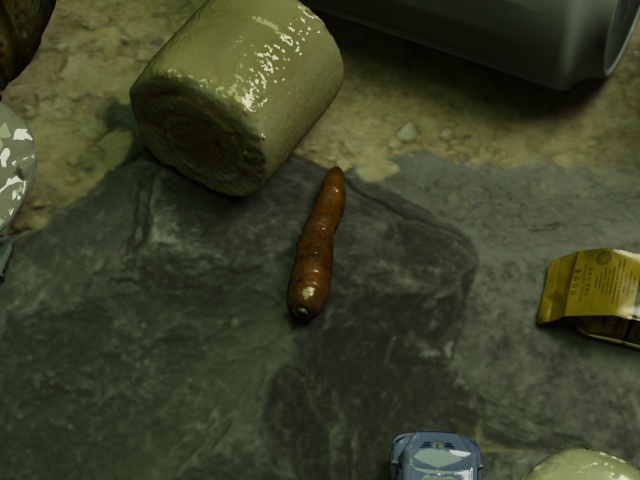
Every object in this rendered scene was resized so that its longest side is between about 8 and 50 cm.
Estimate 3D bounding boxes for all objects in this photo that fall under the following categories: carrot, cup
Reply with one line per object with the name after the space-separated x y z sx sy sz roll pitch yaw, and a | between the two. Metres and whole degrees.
-0.002 -0.001 1.419 0.035 0.036 0.165 7 52 5 | carrot
0.144 -0.324 1.491 0.326 0.323 0.237 19 20 15 | cup

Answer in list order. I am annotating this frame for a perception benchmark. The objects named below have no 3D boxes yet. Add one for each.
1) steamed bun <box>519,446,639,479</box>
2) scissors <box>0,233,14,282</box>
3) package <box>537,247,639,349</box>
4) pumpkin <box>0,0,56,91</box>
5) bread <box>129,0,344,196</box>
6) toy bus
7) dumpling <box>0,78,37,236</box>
0.186 0.219 1.222 0.112 0.091 0.130 10 57 12 | steamed bun
-0.317 0.131 1.327 0.191 0.029 0.360 17 51 5 | scissors
0.249 0.048 1.376 0.131 0.047 0.071 15 58 9 | package
-0.361 -0.304 1.513 0.325 0.242 0.232 27 66 13 | pumpkin
-0.073 -0.133 1.454 0.148 0.134 0.141 18 54 28 | bread
0.087 0.210 1.238 0.073 0.076 0.167 2 54 1 | toy bus
-0.386 -0.067 1.384 0.293 0.163 0.204 7 44 -5 | dumpling
